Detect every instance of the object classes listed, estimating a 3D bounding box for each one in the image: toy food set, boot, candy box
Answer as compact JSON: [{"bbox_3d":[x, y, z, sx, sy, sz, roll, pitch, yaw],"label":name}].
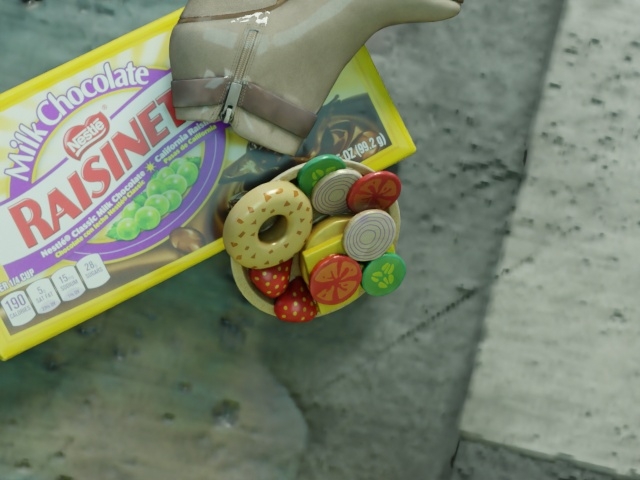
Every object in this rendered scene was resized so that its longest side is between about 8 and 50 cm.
[{"bbox_3d":[0.000,0.000,0.654,0.083,0.020,0.083,-25,126,-10],"label":"toy food set"},{"bbox_3d":[-0.005,-0.079,0.636,0.118,0.042,0.087,13,94,-9],"label":"boot"},{"bbox_3d":[-0.071,-0.040,0.656,0.206,0.027,0.105,-27,93,-8],"label":"candy box"}]
